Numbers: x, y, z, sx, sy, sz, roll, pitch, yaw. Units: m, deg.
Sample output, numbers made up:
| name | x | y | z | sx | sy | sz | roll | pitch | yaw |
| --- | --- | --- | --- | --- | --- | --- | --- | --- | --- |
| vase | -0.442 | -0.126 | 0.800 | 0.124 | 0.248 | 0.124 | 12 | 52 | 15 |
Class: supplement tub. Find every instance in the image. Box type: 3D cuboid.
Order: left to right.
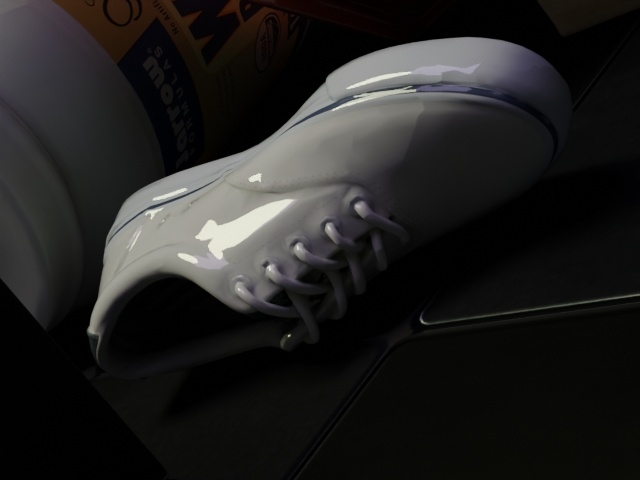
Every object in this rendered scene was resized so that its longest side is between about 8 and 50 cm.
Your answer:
| name | x | y | z | sx | sy | sz | roll | pitch | yaw |
| --- | --- | --- | --- | --- | --- | --- | --- | --- | --- |
| supplement tub | -0.158 | -0.100 | 1.075 | 0.228 | 0.228 | 0.316 | -21 | 26 | 41 |

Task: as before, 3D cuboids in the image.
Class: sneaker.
| name | x | y | z | sx | sy | sz | roll | pitch | yaw |
| --- | --- | --- | --- | --- | --- | --- | --- | --- | --- |
| sneaker | 0.000 | 0.000 | 0.810 | 0.258 | 0.094 | 0.091 | -27 | 40 | 41 |

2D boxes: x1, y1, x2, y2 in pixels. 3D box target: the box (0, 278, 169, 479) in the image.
| name | x | y | z | sx | sy | sz | roll | pitch | yaw |
| --- | --- | --- | --- | --- | --- | --- | --- | --- | --- |
| box | -0.217 | 0.046 | 0.797 | 0.184 | 0.261 | 0.103 | -15 | 30 | 48 |

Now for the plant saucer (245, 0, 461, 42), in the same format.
| name | x | y | z | sx | sy | sz | roll | pitch | yaw |
| --- | --- | --- | --- | --- | --- | --- | --- | --- | --- |
| plant saucer | 0.074 | -0.191 | 0.954 | 0.259 | 0.048 | 0.258 | -41 | -14 | 17 |

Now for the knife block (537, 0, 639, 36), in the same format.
| name | x | y | z | sx | sy | sz | roll | pitch | yaw |
| --- | --- | --- | --- | --- | --- | --- | --- | --- | --- |
| knife block | 0.219 | -0.186 | 0.813 | 0.275 | 0.088 | 0.242 | -37 | 18 | 2 |
